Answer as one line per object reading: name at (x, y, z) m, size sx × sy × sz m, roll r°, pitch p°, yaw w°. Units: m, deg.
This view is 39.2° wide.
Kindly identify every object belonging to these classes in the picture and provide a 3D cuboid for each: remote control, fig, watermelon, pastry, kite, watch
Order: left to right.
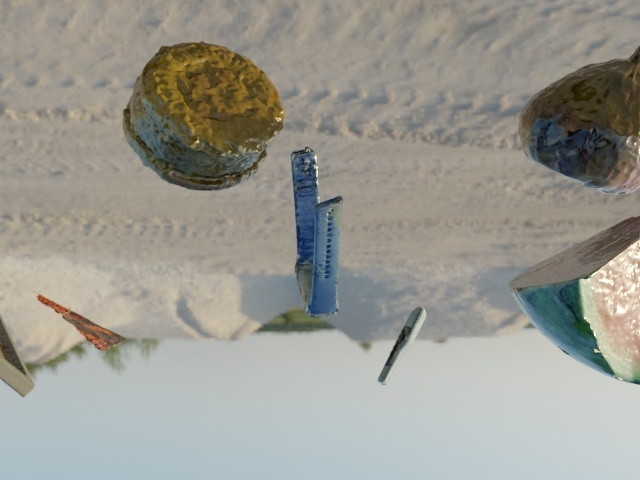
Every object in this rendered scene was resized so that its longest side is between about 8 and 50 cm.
kite at (-0.336, 0.133, 1.350) m, size 0.222 × 0.008 × 0.125 m, roll 28°, pitch -178°, yaw 42°
pastry at (-0.141, -0.150, 1.096) m, size 0.189 × 0.188 × 0.103 m, roll 3°, pitch 144°, yaw -23°
watch at (0.002, 0.010, 1.526) m, size 0.068 × 0.274 × 0.276 m, roll -4°, pitch -156°, yaw -8°
remote control at (0.159, 0.206, 1.750) m, size 0.029 × 0.166 × 0.065 m, roll 26°, pitch 170°, yaw 13°
fig at (0.560, -0.278, 1.745) m, size 0.286 × 0.368 × 0.286 m, roll 27°, pitch -178°, yaw -1°
watermelon at (0.404, 0.094, 1.183) m, size 0.292 × 0.222 × 0.319 m, roll -31°, pitch 178°, yaw -21°

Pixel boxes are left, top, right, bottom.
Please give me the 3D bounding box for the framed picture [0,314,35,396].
framed picture at (-0.371, 0.035, 0.863) m, size 0.192 × 0.018 × 0.265 m, roll 52°, pitch 169°, yaw -32°
